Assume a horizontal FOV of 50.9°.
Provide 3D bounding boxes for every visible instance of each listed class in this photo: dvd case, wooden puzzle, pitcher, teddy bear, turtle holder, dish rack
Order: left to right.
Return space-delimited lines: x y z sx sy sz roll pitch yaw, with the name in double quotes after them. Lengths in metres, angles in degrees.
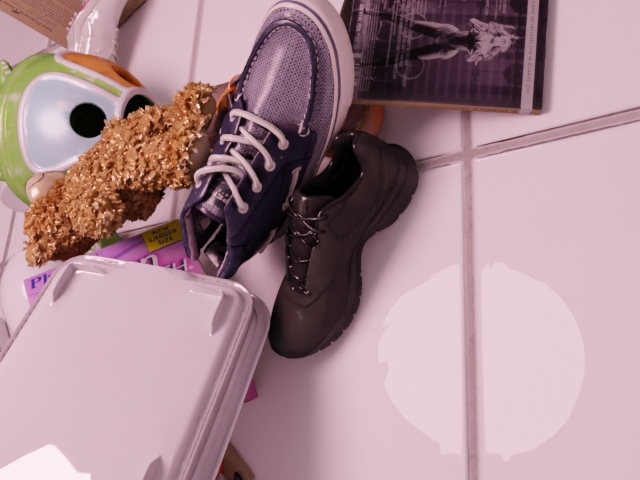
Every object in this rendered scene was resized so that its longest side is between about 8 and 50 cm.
-0.468 0.130 1.118 0.178 0.126 0.207 -28 68 45 "pitcher"
-0.383 -0.142 1.066 0.228 0.243 0.320 4 65 22 "turtle holder"
-0.227 0.150 0.713 0.286 0.072 0.332 9 51 12 "dish rack"
-0.265 -0.091 0.867 0.338 0.113 0.245 -16 49 35 "teddy bear"
-0.120 0.302 0.839 0.116 0.014 0.078 31 93 41 "wooden puzzle"
0.141 -0.226 0.765 0.221 0.018 0.164 5 75 10 "dvd case"

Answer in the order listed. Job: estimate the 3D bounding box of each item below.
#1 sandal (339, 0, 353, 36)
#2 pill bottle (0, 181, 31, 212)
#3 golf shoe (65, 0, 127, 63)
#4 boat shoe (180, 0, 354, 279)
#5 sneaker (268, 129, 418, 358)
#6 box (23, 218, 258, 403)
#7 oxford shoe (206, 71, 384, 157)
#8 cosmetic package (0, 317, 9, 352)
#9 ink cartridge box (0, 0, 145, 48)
0.090 -0.313 0.860 0.120 0.086 0.302 3 65 7 "sandal"
-0.563 -0.172 1.286 0.131 0.131 0.229 -36 55 22 "pill bottle"
-0.416 -0.335 1.248 0.306 0.140 0.115 -57 13 6 "golf shoe"
-0.068 -0.096 0.752 0.127 0.158 0.340 29 137 15 "boat shoe"
0.000 0.000 0.783 0.109 0.130 0.286 24 90 39 "sneaker"
-0.229 0.124 0.856 0.214 0.117 0.243 -23 51 -14 "box"
-0.093 -0.192 0.924 0.364 0.133 0.129 4 76 39 "oxford shoe"
-0.734 0.342 1.099 0.393 0.327 0.329 -51 51 13 "cosmetic package"
-0.486 -0.481 1.274 0.193 0.235 0.088 -33 56 23 "ink cartridge box"
